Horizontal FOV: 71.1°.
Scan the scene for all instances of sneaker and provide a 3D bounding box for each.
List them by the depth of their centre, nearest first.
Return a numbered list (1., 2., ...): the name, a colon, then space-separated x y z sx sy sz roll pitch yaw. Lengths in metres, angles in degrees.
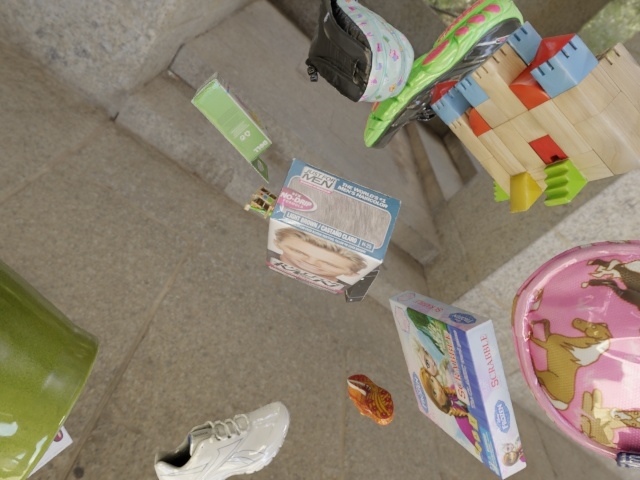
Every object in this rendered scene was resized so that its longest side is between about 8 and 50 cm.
1. sneaker: -0.199 0.426 0.927 0.111 0.297 0.129 36 -27 58
2. sneaker: 0.109 0.342 0.943 0.064 0.068 0.175 -10 10 -14
3. sneaker: 0.304 -0.377 1.145 0.202 0.482 0.185 39 36 -23

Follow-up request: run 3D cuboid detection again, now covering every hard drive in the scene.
1. hard drive: 0.112 0.039 1.401 0.064 0.339 0.237 -5 68 -5

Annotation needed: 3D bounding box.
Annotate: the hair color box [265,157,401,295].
1. hair color box: 0.000 0.000 0.791 0.173 0.347 0.105 21 73 -2

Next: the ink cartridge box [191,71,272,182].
1. ink cartridge box: -0.151 -0.221 0.875 0.209 0.062 0.109 47 11 -27

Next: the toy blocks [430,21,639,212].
1. toy blocks: 0.341 -0.213 0.719 0.261 0.191 0.381 47 -10 -6

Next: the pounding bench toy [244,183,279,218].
1. pounding bench toy: -0.149 -0.090 1.151 0.065 0.052 0.083 36 46 -1

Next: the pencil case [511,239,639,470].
1. pencil case: 0.335 0.086 0.420 0.386 0.160 0.167 5 51 -44

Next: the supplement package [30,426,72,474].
1. supplement package: -0.795 0.492 1.082 0.204 0.145 0.262 17 38 33

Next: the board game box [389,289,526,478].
1. board game box: 0.286 0.293 0.994 0.318 0.065 0.319 -169 -119 -72

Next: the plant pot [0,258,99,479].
1. plant pot: -0.496 0.147 0.547 0.353 0.366 0.366 36 27 -25

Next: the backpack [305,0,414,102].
1. backpack: 0.062 -0.306 0.730 0.115 0.152 0.182 -16 52 -24
